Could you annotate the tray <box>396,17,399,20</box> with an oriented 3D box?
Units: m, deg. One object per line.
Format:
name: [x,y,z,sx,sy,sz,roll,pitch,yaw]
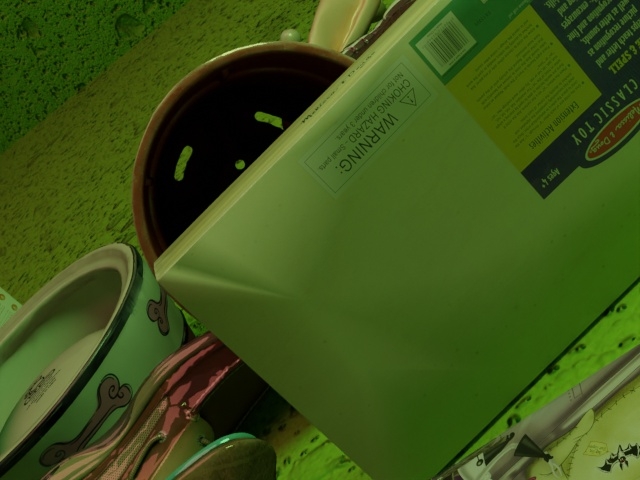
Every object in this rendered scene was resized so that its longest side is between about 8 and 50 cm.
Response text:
tray: [0.135,-0.167,1.248,0.145,0.030,0.270,9,45,10]

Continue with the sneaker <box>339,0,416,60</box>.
sneaker: [0.115,-0.237,1.384,0.162,0.106,0.281,-9,42,51]

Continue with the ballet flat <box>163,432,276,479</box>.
ballet flat: [-0.147,0.313,0.912,0.342,0.116,0.124,-42,43,8]

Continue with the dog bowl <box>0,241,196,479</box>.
dog bowl: [-0.313,0.201,1.315,0.408,0.150,0.408,-37,24,20]

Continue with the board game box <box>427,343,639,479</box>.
board game box: [0.206,0.147,0.651,0.347,0.056,0.208,-38,28,18]

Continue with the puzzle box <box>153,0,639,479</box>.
puzzle box: [0.114,-0.029,0.816,0.409,0.272,0.052,-44,18,1]

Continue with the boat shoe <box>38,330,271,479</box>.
boat shoe: [-0.146,0.219,1.069,0.324,0.122,0.120,-44,55,-1]

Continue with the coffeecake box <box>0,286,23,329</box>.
coffeecake box: [-0.448,0.170,1.548,0.068,0.185,0.142,-29,27,34]

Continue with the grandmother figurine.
grandmother figurine: [-0.004,-0.203,1.450,0.104,0.208,0.342,2,65,35]

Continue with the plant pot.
plant pot: [-0.054,-0.050,1.092,0.272,0.272,0.265,-47,11,-4]
